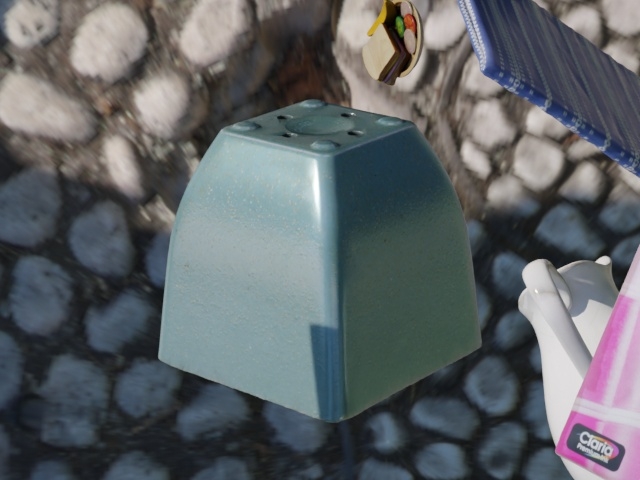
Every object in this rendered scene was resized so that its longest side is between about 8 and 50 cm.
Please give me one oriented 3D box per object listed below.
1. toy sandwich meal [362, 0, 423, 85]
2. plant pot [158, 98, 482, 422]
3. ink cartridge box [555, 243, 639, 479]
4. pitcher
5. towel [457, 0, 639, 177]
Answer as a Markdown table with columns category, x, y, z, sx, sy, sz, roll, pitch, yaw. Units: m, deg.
| category | x | y | z | sx | sy | sz | roll | pitch | yaw |
| --- | --- | --- | --- | --- | --- | --- | --- | --- | --- |
| toy sandwich meal | 0.069 | -0.194 | 1.722 | 0.029 | 0.085 | 0.085 | -2 | 83 | -28 |
| plant pot | 0.000 | 0.000 | 1.803 | 0.247 | 0.248 | 0.252 | 16 | 117 | 37 |
| ink cartridge box | 0.309 | 0.016 | 1.210 | 0.176 | 0.069 | 0.371 | 26 | 95 | 37 |
| pitcher | 0.226 | 0.112 | 1.425 | 0.125 | 0.178 | 0.207 | -29 | 75 | 17 |
| towel | 0.253 | -0.134 | 1.692 | 0.336 | 0.243 | 0.040 | 31 | 115 | -25 |
